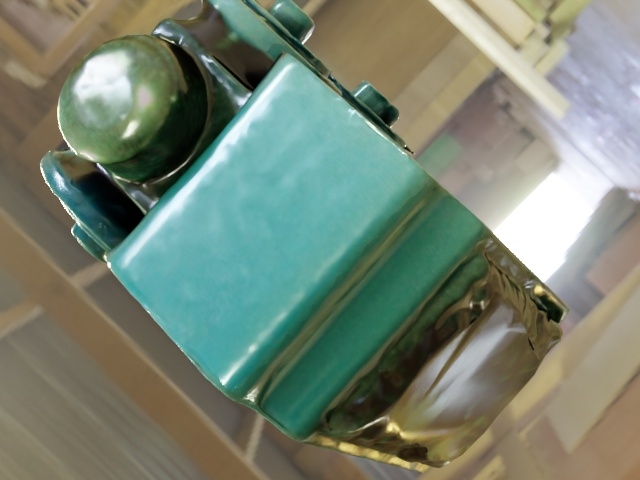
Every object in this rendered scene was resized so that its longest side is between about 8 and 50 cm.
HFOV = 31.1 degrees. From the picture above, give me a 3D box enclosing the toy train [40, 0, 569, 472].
[{"bbox_3d":[0.000,0.000,0.396,0.154,0.107,0.198,45,-174,28],"label":"toy train"}]
